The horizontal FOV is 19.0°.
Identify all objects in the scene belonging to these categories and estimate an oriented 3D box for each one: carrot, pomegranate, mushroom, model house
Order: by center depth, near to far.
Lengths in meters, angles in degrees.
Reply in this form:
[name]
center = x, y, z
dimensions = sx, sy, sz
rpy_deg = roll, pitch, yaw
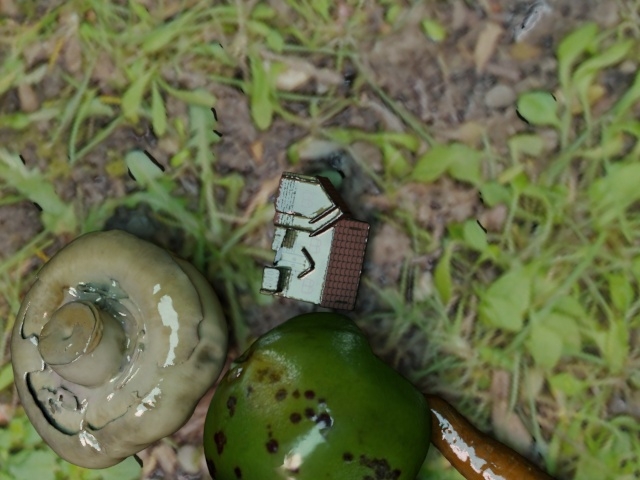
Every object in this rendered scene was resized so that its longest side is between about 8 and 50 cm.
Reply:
[pomegranate]
center = 0.001, 0.135, 1.206
dimensions = 0.143, 0.122, 0.169
rpy_deg = -31, 91, 24
[mushroom]
center = -0.135, 0.070, 1.224
dimensions = 0.154, 0.122, 0.154
rpy_deg = -5, 80, 27
[carrot]
center = 0.132, 0.161, 1.225
dimensions = 0.191, 0.047, 0.047
rpy_deg = 40, 100, 10
[model house]
center = 0.000, 0.000, 1.233
dimensions = 0.058, 0.057, 0.083
rpy_deg = 13, 95, 15
